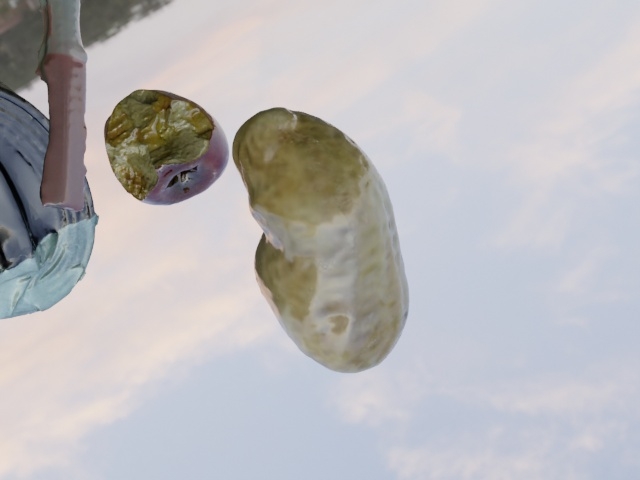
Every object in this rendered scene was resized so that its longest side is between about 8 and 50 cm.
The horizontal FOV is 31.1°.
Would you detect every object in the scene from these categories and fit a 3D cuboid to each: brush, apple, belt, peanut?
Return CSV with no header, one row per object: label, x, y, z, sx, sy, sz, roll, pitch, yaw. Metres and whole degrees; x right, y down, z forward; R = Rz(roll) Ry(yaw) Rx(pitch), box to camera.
brush,-0.160,-0.161,0.707,0.071,0.084,0.301,-28,-119,49
apple,-0.218,-0.135,1.612,0.156,0.158,0.147,-40,156,16
belt,-0.254,-0.031,0.853,0.151,0.198,0.078,-37,-150,-15
peanut,0.000,0.000,0.999,0.137,0.253,0.122,-2,-152,17
